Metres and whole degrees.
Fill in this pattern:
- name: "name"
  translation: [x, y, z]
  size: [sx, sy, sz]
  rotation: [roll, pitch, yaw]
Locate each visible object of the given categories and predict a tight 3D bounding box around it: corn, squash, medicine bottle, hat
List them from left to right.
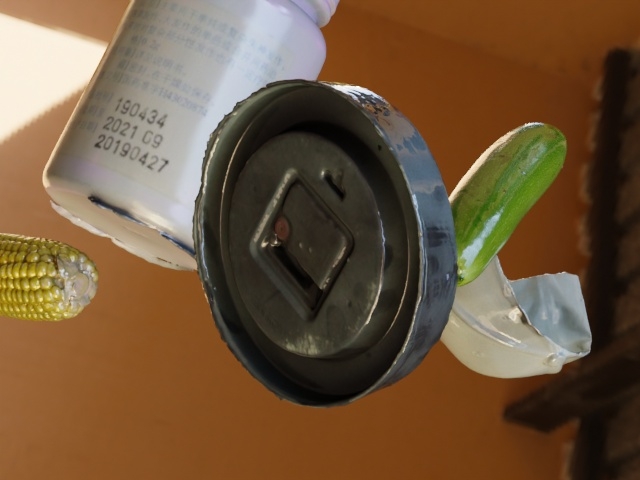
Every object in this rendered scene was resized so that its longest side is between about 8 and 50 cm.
- name: "corn"
  translation: [-0.318, 0.031, 1.526]
  size: [0.248, 0.081, 0.081]
  rotation: [5, -105, 34]
- name: "medicine bottle"
  translation: [-0.120, -0.170, 1.690]
  size: [0.379, 0.213, 0.213]
  rotation: [-64, -166, -11]
- name: "hat"
  translation: [0.163, 0.086, 1.962]
  size: [0.301, 0.258, 0.168]
  rotation: [-8, -115, 37]
- name: "squash"
  translation: [0.192, -0.051, 1.747]
  size: [0.292, 0.082, 0.082]
  rotation: [-47, 173, -45]

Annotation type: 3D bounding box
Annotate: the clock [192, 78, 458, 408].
- name: "clock"
  translation: [0.000, 0.000, 1.358]
  size: [0.280, 0.055, 0.281]
  rotation: [9, -78, 45]
